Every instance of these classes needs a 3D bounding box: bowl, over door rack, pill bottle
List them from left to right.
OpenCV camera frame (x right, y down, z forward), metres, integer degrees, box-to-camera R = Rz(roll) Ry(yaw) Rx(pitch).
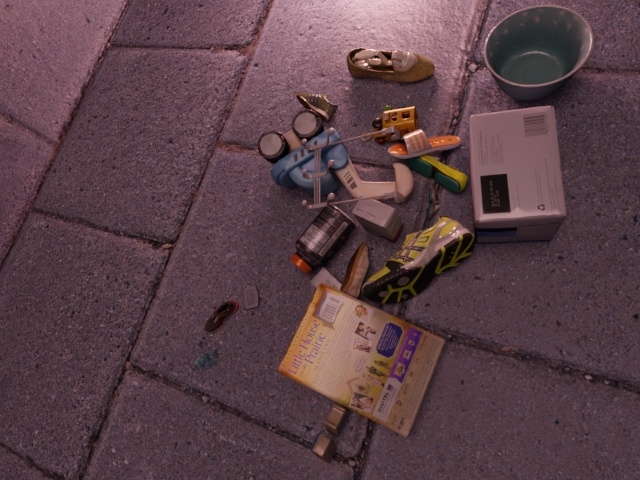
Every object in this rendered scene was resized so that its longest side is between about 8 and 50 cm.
[{"bbox_3d":[0.000,0.000,1.469,0.130,0.130,0.245,39,88,26],"label":"pill bottle"},{"bbox_3d":[0.089,-0.233,1.322,0.325,0.108,0.239,-4,77,18],"label":"over door rack"},{"bbox_3d":[0.710,-0.596,1.392,0.312,0.163,0.310,-7,70,19],"label":"bowl"}]

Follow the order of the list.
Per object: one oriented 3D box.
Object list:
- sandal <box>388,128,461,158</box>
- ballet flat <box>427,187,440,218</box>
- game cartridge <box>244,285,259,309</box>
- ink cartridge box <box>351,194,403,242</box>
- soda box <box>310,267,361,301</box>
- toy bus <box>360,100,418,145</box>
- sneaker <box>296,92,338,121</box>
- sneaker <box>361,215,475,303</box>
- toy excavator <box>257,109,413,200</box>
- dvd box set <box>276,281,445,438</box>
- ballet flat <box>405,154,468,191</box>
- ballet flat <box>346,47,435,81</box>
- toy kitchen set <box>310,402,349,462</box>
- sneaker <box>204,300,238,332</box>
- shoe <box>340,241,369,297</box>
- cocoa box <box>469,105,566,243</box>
[{"bbox_3d":[0.356,-0.348,1.439,0.266,0.076,0.101,-14,37,-9],"label":"sandal"},{"bbox_3d":[0.387,-0.126,1.422,0.041,0.041,0.114,1,74,21],"label":"ballet flat"},{"bbox_3d":[-0.254,0.212,1.554,0.056,0.017,0.083,-17,67,18],"label":"game cartridge"},{"bbox_3d":[0.195,-0.069,1.395,0.128,0.175,0.072,27,83,25],"label":"ink cartridge box"},{"bbox_3d":[0.067,0.191,1.413,0.074,0.069,0.216,-47,63,0],"label":"soda box"},{"bbox_3d":[0.259,-0.425,1.526,0.202,0.104,0.191,-45,60,1],"label":"toy bus"},{"bbox_3d":[-0.007,-0.560,1.703,0.086,0.064,0.192,-43,64,-6],"label":"sneaker"},{"bbox_3d":[0.301,0.068,1.352,0.385,0.145,0.147,-31,44,5],"label":"sneaker"},{"bbox_3d":[0.058,-0.253,1.518,0.433,0.222,0.444,-30,79,7],"label":"toy excavator"},{"bbox_3d":[0.122,0.351,1.268,0.421,0.062,0.307,23,75,9],"label":"dvd box set"},{"bbox_3d":[0.405,-0.245,1.443,0.231,0.077,0.077,37,67,26],"label":"ballet flat"},{"bbox_3d":[0.260,-0.686,1.615,0.349,0.123,0.123,14,78,23],"label":"ballet flat"},{"bbox_3d":[-0.004,0.547,1.313,0.166,0.122,0.207,20,60,25],"label":"toy kitchen set"},{"bbox_3d":[-0.380,0.276,1.550,0.158,0.065,0.061,-47,63,0],"label":"sneaker"},{"bbox_3d":[0.125,0.098,1.405,0.058,0.076,0.218,30,52,-7],"label":"shoe"},{"bbox_3d":[0.576,-0.185,1.264,0.232,0.228,0.346,-3,71,19],"label":"cocoa box"}]
